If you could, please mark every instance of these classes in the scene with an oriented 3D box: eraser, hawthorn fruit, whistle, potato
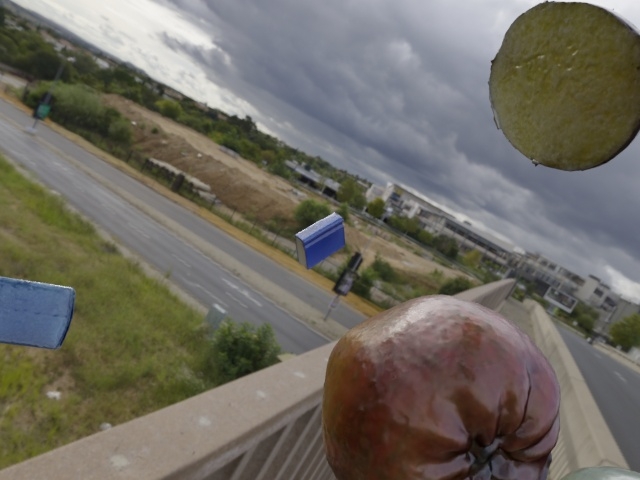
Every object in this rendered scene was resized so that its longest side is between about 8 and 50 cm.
[{"bbox_3d":[0.000,0.000,0.777,0.085,0.063,0.027,-32,45,-28],"label":"eraser"},{"bbox_3d":[0.180,0.273,0.824,0.403,0.402,0.403,29,8,-4],"label":"hawthorn fruit"},{"bbox_3d":[-0.287,0.056,0.397,0.158,0.090,0.090,12,12,-17],"label":"whistle"},{"bbox_3d":[0.400,-0.234,0.751,0.116,0.238,0.299,0,36,-26],"label":"potato"}]

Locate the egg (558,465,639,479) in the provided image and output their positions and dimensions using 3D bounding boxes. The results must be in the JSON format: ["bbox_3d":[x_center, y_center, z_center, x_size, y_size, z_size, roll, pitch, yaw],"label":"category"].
[{"bbox_3d":[0.584,0.573,0.918,0.259,0.258,0.352,30,-22,8],"label":"egg"}]
